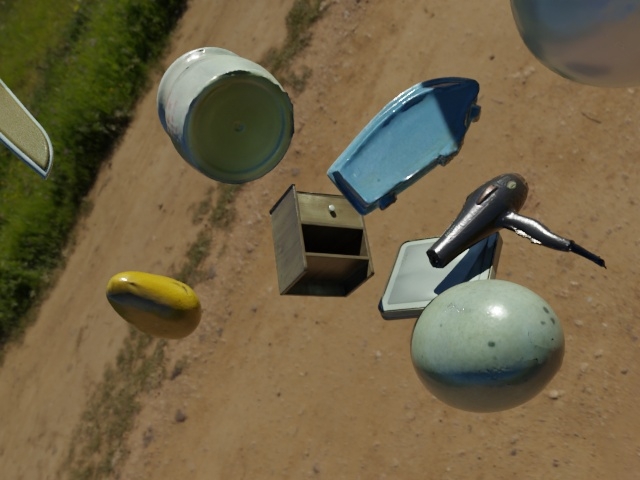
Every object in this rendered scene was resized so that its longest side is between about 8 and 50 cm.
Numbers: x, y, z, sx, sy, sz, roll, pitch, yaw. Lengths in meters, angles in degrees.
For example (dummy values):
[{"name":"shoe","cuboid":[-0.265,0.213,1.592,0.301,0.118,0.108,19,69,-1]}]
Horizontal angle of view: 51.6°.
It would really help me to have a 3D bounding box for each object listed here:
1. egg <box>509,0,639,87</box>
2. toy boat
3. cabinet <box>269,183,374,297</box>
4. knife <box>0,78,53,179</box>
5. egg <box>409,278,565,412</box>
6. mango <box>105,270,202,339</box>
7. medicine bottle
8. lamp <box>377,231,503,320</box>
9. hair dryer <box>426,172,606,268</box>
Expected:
[{"name":"egg","cuboid":[0.305,-0.287,0.545,0.345,0.283,0.283,-59,44,18]},{"name":"toy boat","cuboid":[0.119,-0.133,0.871,0.238,0.109,0.098,-40,2,-4]},{"name":"cabinet","cuboid":[0.000,0.000,1.501,0.148,0.174,0.215,-46,47,52]},{"name":"knife","cuboid":[-0.465,-0.213,0.884,0.343,0.061,0.027,48,142,3]},{"name":"egg","cuboid":[0.208,0.137,0.858,0.236,0.169,0.169,138,144,-67]},{"name":"mango","cuboid":[-0.309,0.115,1.232,0.137,0.195,0.098,-18,47,30]},{"name":"medicine bottle","cuboid":[-0.120,-0.156,0.818,0.147,0.147,0.143,-55,36,7]},{"name":"lamp","cuboid":[0.288,0.080,1.587,0.269,0.047,0.267,-9,34,31]},{"name":"hair dryer","cuboid":[0.438,-0.001,1.440,0.303,0.120,0.359,-40,46,-22]}]
